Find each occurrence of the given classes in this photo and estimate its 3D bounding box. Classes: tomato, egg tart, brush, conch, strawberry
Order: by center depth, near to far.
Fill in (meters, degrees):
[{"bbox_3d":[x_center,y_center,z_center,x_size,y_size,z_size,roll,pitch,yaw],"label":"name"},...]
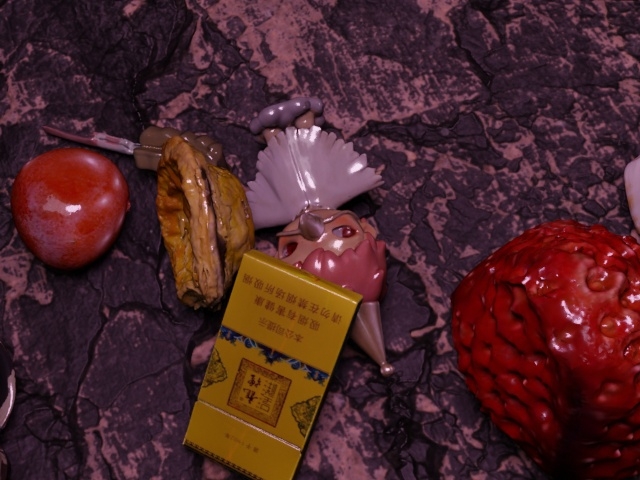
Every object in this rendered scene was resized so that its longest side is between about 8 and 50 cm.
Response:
[{"bbox_3d":[0.298,0.104,0.956,0.295,0.345,0.318,-6,71,5],"label":"strawberry"},{"bbox_3d":[-0.150,-0.021,1.111,0.105,0.241,0.241,-10,69,-21],"label":"egg tart"},{"bbox_3d":[0.468,-0.065,1.149,0.104,0.094,0.176,6,99,-6],"label":"conch"},{"bbox_3d":[-0.346,-0.039,1.166,0.167,0.167,0.167,-2,71,5],"label":"tomato"},{"bbox_3d":[-0.274,-0.132,1.241,0.300,0.084,0.071,13,69,15],"label":"brush"}]

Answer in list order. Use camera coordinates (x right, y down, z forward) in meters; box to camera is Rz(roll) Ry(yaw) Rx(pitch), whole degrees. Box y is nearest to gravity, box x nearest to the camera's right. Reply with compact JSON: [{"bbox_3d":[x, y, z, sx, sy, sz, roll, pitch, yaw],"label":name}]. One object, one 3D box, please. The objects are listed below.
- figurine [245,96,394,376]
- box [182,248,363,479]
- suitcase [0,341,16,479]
[{"bbox_3d":[0.000,0.000,1.116,0.206,0.166,0.387,-17,69,4],"label":"figurine"},{"bbox_3d":[-0.063,0.165,1.062,0.153,0.041,0.279,23,106,11],"label":"box"},{"bbox_3d":[-0.560,0.225,1.082,0.339,0.194,0.352,-35,72,-9],"label":"suitcase"}]
